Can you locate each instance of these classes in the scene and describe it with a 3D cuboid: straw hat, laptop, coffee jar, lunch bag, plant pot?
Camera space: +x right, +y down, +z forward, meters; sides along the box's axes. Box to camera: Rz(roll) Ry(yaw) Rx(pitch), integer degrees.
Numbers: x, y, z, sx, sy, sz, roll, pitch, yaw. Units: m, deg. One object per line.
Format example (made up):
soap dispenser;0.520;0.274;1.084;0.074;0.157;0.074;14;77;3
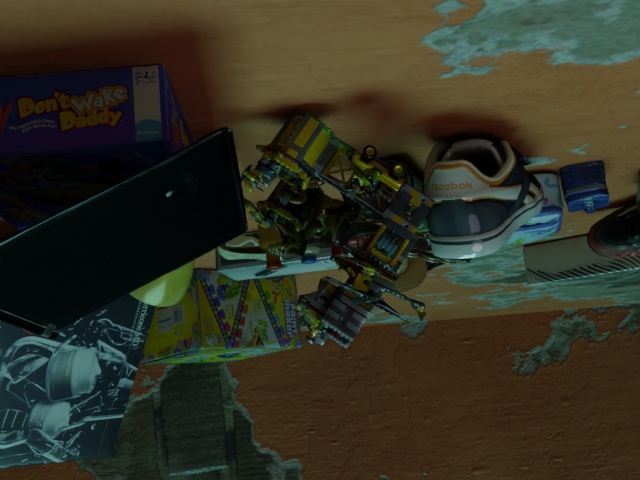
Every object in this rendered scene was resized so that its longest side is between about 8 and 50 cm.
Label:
straw hat;0.147;0.037;1.693;0.144;0.145;0.061;-7;128;6
laptop;-0.315;-0.043;0.871;0.407;0.236;0.382;26;167;3
coffee jar;0.118;-0.059;1.223;0.096;0.079;0.184;-6;168;24
lunch bag;0.275;-0.042;1.356;0.218;0.090;0.176;-8;165;7
plant pot;-0.260;0.028;1.392;0.134;0.134;0.095;6;136;-42
lunch bag;0.409;-0.076;1.303;0.067;0.065;0.098;-9;167;17

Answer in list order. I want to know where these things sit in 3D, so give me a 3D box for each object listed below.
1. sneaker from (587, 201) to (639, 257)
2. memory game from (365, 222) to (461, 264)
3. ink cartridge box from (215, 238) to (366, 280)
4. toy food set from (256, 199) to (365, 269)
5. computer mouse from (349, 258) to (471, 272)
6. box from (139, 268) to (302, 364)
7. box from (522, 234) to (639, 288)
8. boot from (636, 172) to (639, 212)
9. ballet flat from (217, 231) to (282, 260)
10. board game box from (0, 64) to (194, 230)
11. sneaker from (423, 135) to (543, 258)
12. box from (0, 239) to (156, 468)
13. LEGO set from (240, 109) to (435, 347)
sneaker;0.597;-0.037;1.493;0.276;0.098;0.135;-16;164;34
memory game;0.158;0.006;1.473;0.186;0.012;0.186;15;-167;-3
ink cartridge box;-0.040;0.036;1.649;0.275;0.060;0.239;-8;166;10
toy food set;0.000;0.000;1.381;0.111;0.105;0.232;-12;166;30
computer mouse;0.204;0.060;1.797;0.261;0.060;0.184;-6;169;-35
box;-0.245;0.184;1.958;0.279;0.177;0.289;6;163;-42
box;0.596;0.040;1.852;0.275;0.094;0.113;-13;166;28
boot;0.582;-0.089;1.304;0.165;0.077;0.213;-2;164;11
ballet flat;-0.104;0.008;1.498;0.168;0.057;0.052;-7;158;6
board game box;-0.262;-0.082;0.950;0.233;0.078;0.347;-5;168;-3
sneaker;0.221;-0.080;1.114;0.126;0.128;0.321;-4;-166;23
box;-0.480;0.187;1.413;0.312;0.343;0.179;4;-159;-43
LEGO set;-0.005;0.012;1.030;0.255;0.192;0.331;35;167;-4
